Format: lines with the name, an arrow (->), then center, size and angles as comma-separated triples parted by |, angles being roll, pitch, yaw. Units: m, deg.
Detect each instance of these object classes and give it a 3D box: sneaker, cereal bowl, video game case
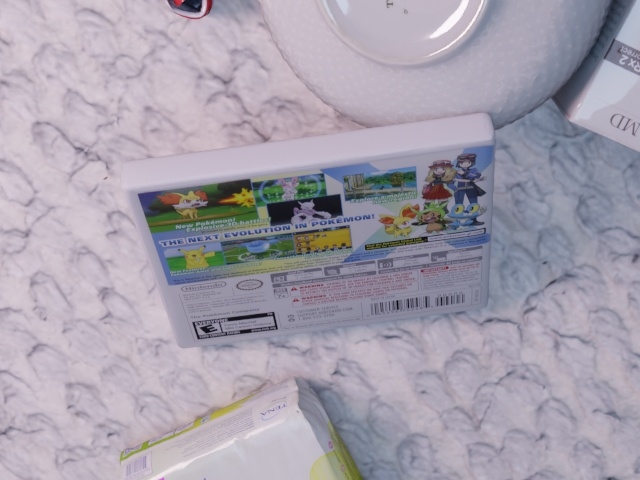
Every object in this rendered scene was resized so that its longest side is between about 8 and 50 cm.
sneaker -> -0.144, -0.256, 1.272 | 0.042, 0.067, 0.118 | -40, 106, 11
cereal bowl -> 0.087, -0.245, 1.193 | 0.338, 0.141, 0.339 | 6, 109, 18
video game case -> 0.000, 0.000, 1.297 | 0.328, 0.036, 0.300 | -7, 147, 1

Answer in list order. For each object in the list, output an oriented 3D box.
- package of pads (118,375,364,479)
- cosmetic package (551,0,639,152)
package of pads -> -0.051, 0.315, 1.460 | 0.229, 0.101, 0.297 | -25, 109, 7
cosmetic package -> 0.325, -0.180, 1.273 | 0.151, 0.151, 0.184 | 23, 107, -9
